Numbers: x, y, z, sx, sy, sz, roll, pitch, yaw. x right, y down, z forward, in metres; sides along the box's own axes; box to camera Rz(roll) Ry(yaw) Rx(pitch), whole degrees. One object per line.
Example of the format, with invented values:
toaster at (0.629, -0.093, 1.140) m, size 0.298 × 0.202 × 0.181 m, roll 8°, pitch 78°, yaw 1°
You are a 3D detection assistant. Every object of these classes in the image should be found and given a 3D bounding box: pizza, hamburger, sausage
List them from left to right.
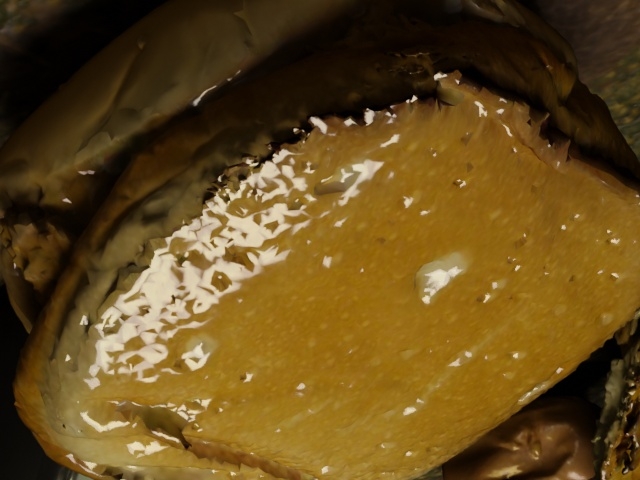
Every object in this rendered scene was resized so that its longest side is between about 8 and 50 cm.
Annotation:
hamburger at (0.006, -0.001, 0.911) m, size 0.284 × 0.174 × 0.304 m, roll -35°, pitch 150°, yaw 19°
sausage at (0.167, 0.198, 1.440) m, size 0.136 × 0.120 × 0.241 m, roll -16°, pitch 150°, yaw 0°
pizza at (0.233, 0.097, 1.280) m, size 0.189 × 0.071 × 0.297 m, roll -48°, pitch 148°, yaw -13°

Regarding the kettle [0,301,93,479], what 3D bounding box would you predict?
kettle at (-0.086, 0.103, 1.116) m, size 0.255 × 0.165 × 0.240 m, roll 17°, pitch 109°, yaw -41°
